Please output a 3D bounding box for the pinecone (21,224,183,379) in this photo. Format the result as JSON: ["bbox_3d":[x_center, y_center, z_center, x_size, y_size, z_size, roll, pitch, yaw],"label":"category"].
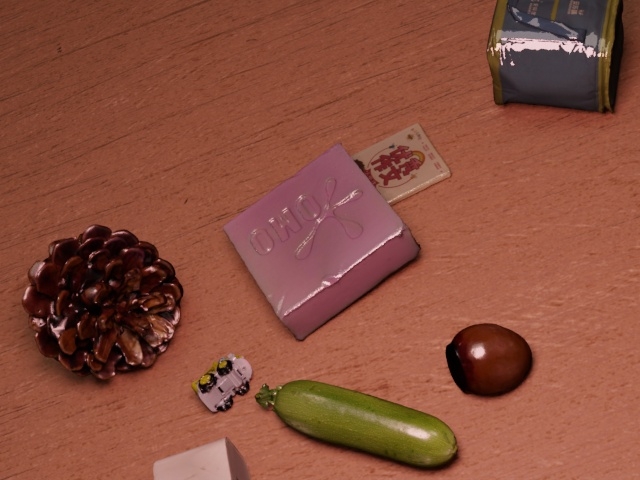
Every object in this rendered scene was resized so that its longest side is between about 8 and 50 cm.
[{"bbox_3d":[-0.405,0.112,2.077,0.296,0.242,0.298,26,60,36],"label":"pinecone"}]

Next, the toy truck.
[{"bbox_3d":[-0.180,0.250,2.003,0.111,0.076,0.077,-43,31,-15],"label":"toy truck"}]

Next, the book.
[{"bbox_3d":[0.126,-0.133,2.209,0.232,0.022,0.162,-27,50,1],"label":"book"}]

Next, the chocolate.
[{"bbox_3d":[0.288,0.196,1.855,0.133,0.127,0.124,-23,79,-14],"label":"chocolate"}]

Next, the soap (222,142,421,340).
[{"bbox_3d":[0.000,0.000,2.087,0.296,0.107,0.285,-38,50,0],"label":"soap"}]

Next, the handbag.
[{"bbox_3d":[0.462,-0.386,2.149,0.241,0.222,0.263,4,54,17],"label":"handbag"}]

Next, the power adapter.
[{"bbox_3d":[-0.225,0.431,1.837,0.205,0.130,0.125,-21,50,6],"label":"power adapter"}]

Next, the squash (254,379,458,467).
[{"bbox_3d":[0.053,0.301,1.854,0.379,0.101,0.101,12,59,29],"label":"squash"}]
